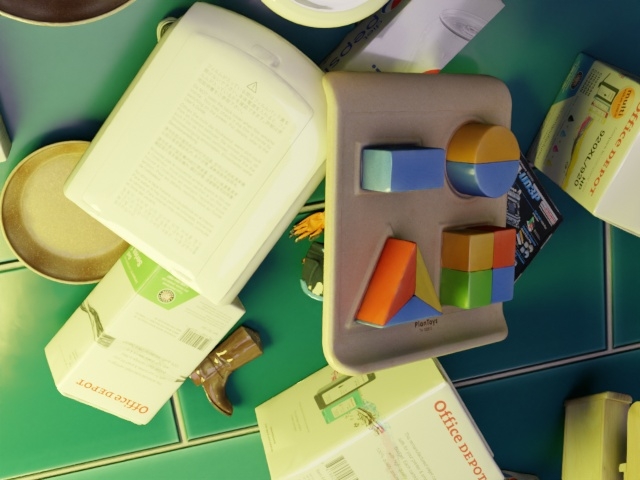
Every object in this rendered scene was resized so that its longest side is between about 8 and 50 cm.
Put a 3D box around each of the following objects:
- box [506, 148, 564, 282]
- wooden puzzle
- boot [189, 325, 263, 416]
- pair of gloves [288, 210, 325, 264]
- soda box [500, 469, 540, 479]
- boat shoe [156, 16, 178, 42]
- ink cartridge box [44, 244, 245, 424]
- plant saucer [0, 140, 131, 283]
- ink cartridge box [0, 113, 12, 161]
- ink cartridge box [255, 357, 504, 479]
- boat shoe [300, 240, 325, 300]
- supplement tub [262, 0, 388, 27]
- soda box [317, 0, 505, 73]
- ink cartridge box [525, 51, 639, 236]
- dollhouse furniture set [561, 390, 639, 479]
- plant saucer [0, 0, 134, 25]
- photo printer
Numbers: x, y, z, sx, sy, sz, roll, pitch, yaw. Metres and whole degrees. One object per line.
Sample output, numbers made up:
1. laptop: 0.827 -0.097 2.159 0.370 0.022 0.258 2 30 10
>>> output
1. box: 0.219 -0.048 1.468 0.175 0.051 0.220 -49 117 -22
2. wooden puzzle: 0.139 -0.029 1.308 0.322 0.080 0.348 -7 97 -42
3. boot: -0.119 0.186 1.550 0.114 0.037 0.106 -37 117 0
4. pair of gloves: 0.000 0.000 1.507 0.074 0.010 0.083 -26 116 -1
5. soda box: 0.248 0.398 1.693 0.216 0.074 0.069 13 109 -16
6. boat shoe: -0.161 -0.214 1.365 0.049 0.040 0.142 -26 116 0
7. ink cartridge box: -0.235 0.120 1.443 0.219 0.092 0.160 -48 131 10
8. plant saucer: -0.314 -0.040 1.410 0.198 0.036 0.198 -4 114 -10
9. ink cartridge box: -0.452 -0.158 1.315 0.109 0.063 0.150 -16 115 -5
10. ink cartridge box: 0.081 0.287 1.542 0.270 0.197 0.198 -30 115 2
11. boat shoe: 0.105 0.045 1.495 0.258 0.109 0.089 3 97 -21
12. supplement tub: -0.013 -0.355 1.208 0.191 0.272 0.191 -4 113 -10
13. soda box: 0.091 -0.237 1.380 0.286 0.091 0.098 -44 114 9
14. ink cartridge box: 0.414 -0.118 1.421 0.168 0.232 0.171 20 107 -19
15. dollhouse furniture set: 0.560 0.348 1.660 0.355 0.303 0.174 12 72 -18
16. plant saucer: -0.310 -0.405 1.248 0.310 0.050 0.310 -4 113 -10
17. photo printer: -0.127 -0.112 1.308 0.256 0.107 0.307 35 104 -3
